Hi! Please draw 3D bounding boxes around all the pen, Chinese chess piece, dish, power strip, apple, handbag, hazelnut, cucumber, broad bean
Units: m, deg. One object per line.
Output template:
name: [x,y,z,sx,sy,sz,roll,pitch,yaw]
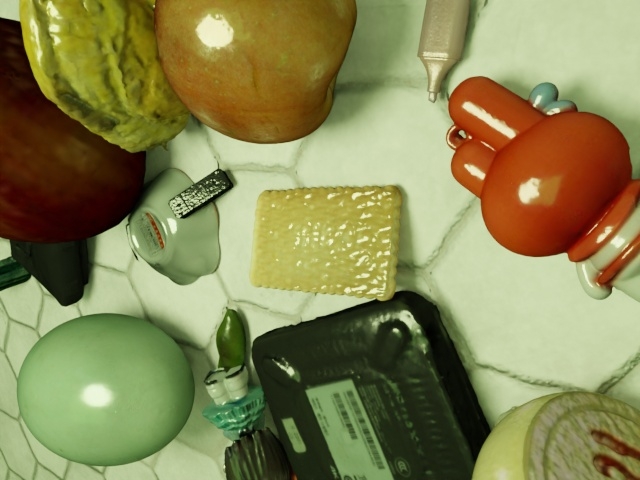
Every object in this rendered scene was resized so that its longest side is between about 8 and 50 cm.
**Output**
pen: [0.146,-0.261,0.569,0.053,0.032,0.197,17,110,28]
Chinese chess piece: [0.284,0.289,0.489,0.270,0.270,0.112,43,138,16]
dish: [-0.290,-0.015,0.899,0.229,0.081,0.229,10,108,31]
power strip: [-0.202,-0.078,0.826,0.111,0.029,0.038,-31,84,6]
apple: [-0.068,-0.237,0.596,0.253,0.253,0.253,10,109,31]
handbag: [-0.613,-0.011,1.084,0.244,0.088,0.275,32,133,19]
hazelnut: [-0.501,-0.185,0.806,0.353,0.421,0.421,-34,82,-5]
cucumber: [-0.820,0.096,1.272,0.062,0.115,0.116,55,134,8]
broad bean: [-0.160,0.239,0.907,0.065,0.046,0.254,2,106,26]

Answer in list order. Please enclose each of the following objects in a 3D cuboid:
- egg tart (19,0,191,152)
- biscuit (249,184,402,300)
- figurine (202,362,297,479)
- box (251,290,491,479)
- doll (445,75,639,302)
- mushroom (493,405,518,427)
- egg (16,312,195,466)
egg tart: [-0.238,-0.288,0.664,0.153,0.339,0.351,14,104,11]
biscuit: [0.000,0.000,0.718,0.250,0.030,0.160,1,83,33]
figurine: [-0.120,0.338,0.856,0.138,0.110,0.245,-18,97,4]
box: [0.070,0.275,0.737,0.350,0.091,0.359,-24,88,36]
doll: [0.239,-0.057,0.506,0.290,0.130,0.161,43,123,23]
mushroom: [0.279,0.317,0.636,0.059,0.054,0.202,-21,85,31]
egg: [-0.410,0.279,0.943,0.389,0.276,0.276,2,104,32]
